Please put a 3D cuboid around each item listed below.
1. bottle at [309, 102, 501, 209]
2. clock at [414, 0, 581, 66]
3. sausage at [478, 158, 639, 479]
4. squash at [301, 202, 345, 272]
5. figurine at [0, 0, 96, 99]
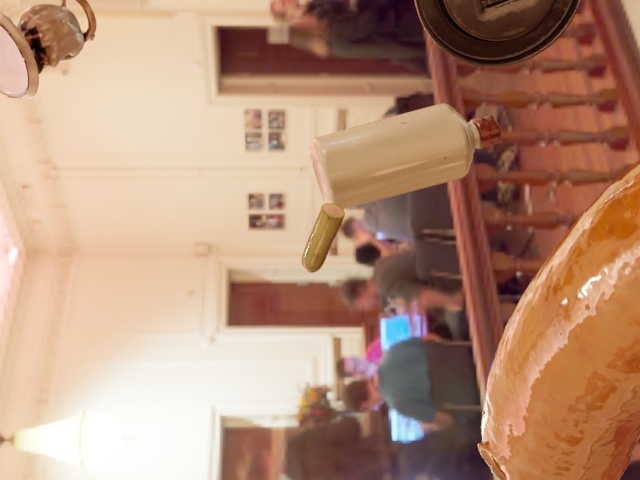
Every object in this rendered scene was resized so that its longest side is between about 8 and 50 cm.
[{"bbox_3d":[0.114,-0.115,1.221,0.104,0.245,0.104,165,90,-84],"label":"bottle"},{"bbox_3d":[0.185,-0.276,0.988,0.040,0.185,0.184,-104,14,-66],"label":"clock"},{"bbox_3d":[0.163,0.041,0.494,0.270,0.109,0.108,111,162,-47],"label":"sausage"},{"bbox_3d":[0.000,0.000,0.986,0.027,0.028,0.083,-93,22,-51],"label":"squash"},{"bbox_3d":[-0.362,-0.271,1.224,0.154,0.132,0.132,-42,-33,-38],"label":"figurine"}]
